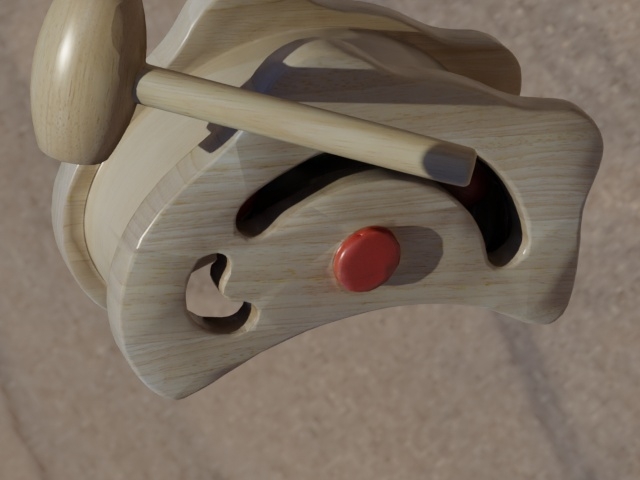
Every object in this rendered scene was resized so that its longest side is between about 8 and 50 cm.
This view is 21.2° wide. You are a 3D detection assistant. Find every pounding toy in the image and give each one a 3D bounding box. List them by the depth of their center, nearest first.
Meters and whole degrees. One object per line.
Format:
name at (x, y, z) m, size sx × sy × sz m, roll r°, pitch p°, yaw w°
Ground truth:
pounding toy at (0.000, 0.000, 0.650) m, size 0.155 × 0.269 × 0.154 m, roll 49°, pitch 122°, yaw 47°
